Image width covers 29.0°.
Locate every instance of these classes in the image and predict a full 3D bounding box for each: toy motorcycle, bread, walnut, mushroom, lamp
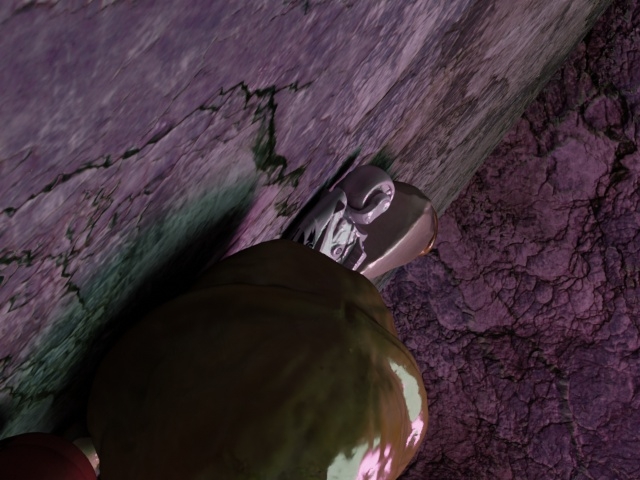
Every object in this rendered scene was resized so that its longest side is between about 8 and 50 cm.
[{"bbox_3d":[0.000,0.000,1.669,0.254,0.112,0.112,-51,172,3],"label":"toy motorcycle"},{"bbox_3d":[-0.286,0.245,1.373,0.129,0.044,0.126,-48,165,11],"label":"bread"},{"bbox_3d":[-0.069,0.191,1.309,0.381,0.381,0.381,-48,172,-9],"label":"walnut"},{"bbox_3d":[0.110,-0.026,1.959,0.154,0.137,0.407,-63,172,10],"label":"mushroom"},{"bbox_3d":[-0.281,0.240,1.073,0.182,0.140,0.182,-41,-171,8],"label":"lamp"}]

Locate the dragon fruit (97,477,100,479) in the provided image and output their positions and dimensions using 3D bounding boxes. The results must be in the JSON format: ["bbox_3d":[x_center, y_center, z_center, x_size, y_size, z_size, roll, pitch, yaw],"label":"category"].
[{"bbox_3d":[-0.273,0.414,1.498,0.299,0.244,0.244,-40,171,-8],"label":"dragon fruit"}]

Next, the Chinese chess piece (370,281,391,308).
[{"bbox_3d":[-0.017,0.202,2.311,0.338,0.140,0.338,-50,174,-8],"label":"Chinese chess piece"}]
